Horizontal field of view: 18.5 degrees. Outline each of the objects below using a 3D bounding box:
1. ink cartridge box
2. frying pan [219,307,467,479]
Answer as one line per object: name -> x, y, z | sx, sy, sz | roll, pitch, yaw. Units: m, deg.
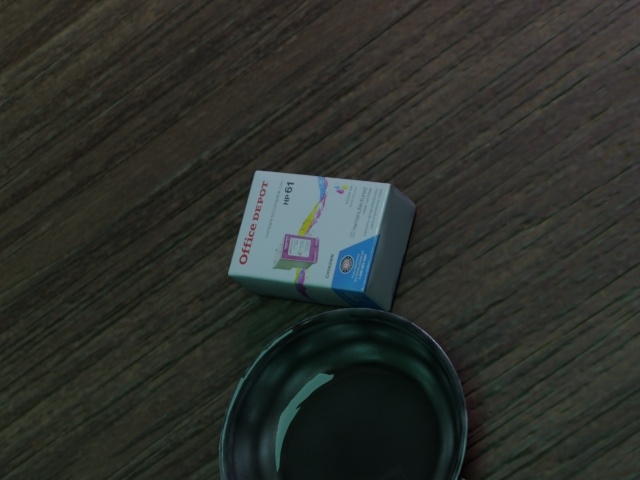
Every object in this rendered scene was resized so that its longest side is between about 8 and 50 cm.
ink cartridge box -> 0.000, 0.000, 1.494 | 0.122, 0.052, 0.088 | 6, 74, 31
frying pan -> 0.077, 0.145, 1.398 | 0.326, 0.053, 0.197 | -1, 70, 26
